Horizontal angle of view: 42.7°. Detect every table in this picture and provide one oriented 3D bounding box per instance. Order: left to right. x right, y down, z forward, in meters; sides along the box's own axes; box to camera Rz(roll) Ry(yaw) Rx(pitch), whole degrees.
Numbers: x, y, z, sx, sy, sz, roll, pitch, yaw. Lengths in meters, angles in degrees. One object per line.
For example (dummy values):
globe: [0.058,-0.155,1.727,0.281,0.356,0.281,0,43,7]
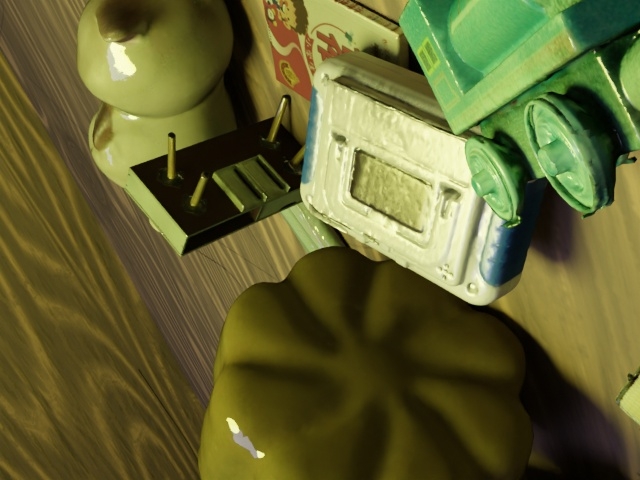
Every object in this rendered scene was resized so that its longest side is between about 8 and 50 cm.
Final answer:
table: [-0.104,-0.096,1.023,0.121,0.240,0.111,47,138,18]

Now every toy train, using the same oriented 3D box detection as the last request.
toy train: [0.142,-0.119,0.513,0.194,0.120,0.298,63,177,-1]

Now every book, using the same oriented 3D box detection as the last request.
book: [0.014,-0.200,0.897,0.232,0.022,0.162,40,154,36]

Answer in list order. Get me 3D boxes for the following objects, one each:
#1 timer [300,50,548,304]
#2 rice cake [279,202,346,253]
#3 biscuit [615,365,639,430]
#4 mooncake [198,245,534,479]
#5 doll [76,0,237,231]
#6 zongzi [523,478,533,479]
timer: [0.084,-0.061,0.777,0.253,0.078,0.178,29,126,34]
rice cake: [0.000,0.001,1.184,0.222,0.042,0.080,57,155,-1]
biscuit: [0.328,0.130,0.687,0.121,0.040,0.199,42,156,23]
mooncake: [0.050,0.185,0.919,0.378,0.378,0.201,46,146,24]
doll: [-0.217,-0.207,1.115,0.226,0.215,0.370,44,153,30]
zongzi: [0.306,0.480,1.057,0.447,0.181,0.418,59,162,-11]
